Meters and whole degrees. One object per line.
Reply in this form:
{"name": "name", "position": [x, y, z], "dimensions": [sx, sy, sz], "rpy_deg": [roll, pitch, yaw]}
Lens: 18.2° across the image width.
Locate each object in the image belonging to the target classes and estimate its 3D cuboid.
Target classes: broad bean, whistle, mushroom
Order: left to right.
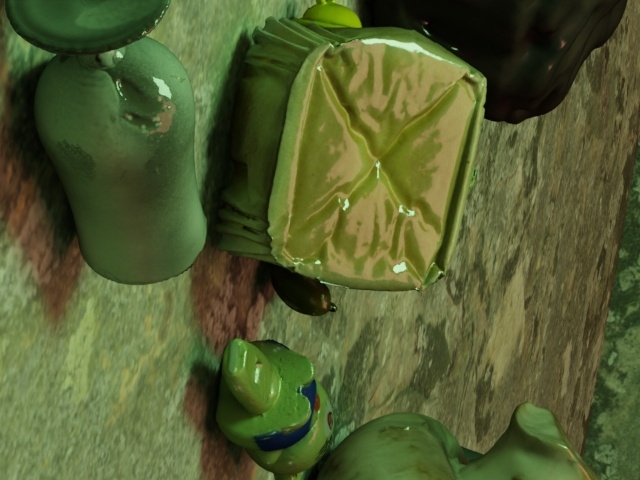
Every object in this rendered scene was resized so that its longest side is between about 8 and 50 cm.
{"name": "whistle", "position": [-0.040, 0.135, 1.683], "dimensions": [0.227, 0.085, 0.105], "rpy_deg": [62, 31, -63]}
{"name": "broad bean", "position": [0.000, 0.000, 1.786], "dimensions": [0.213, 0.070, 0.048], "rpy_deg": [-72, -179, -56]}
{"name": "mushroom", "position": [0.143, 0.295, 1.969], "dimensions": [0.297, 0.290, 0.297], "rpy_deg": [58, 11, -19]}

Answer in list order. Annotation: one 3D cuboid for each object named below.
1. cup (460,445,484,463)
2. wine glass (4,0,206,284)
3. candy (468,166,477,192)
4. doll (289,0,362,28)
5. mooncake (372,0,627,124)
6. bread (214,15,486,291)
{"name": "cup", "position": [0.195, 0.341, 2.449], "dimensions": [0.199, 0.150, 0.199], "rpy_deg": [9, 90, -72]}
{"name": "wine glass", "position": [-0.127, -0.075, 1.258], "dimensions": [0.231, 0.103, 0.103], "rpy_deg": [82, 24, -50]}
{"name": "candy", "position": [0.069, -0.078, 1.971], "dimensions": [0.093, 0.092, 0.335], "rpy_deg": [-47, 161, 15]}
{"name": "doll", "position": [0.004, -0.114, 1.703], "dimensions": [0.129, 0.081, 0.207], "rpy_deg": [-10, 107, -38]}
{"name": "mooncake", "position": [0.212, -0.295, 1.984], "dimensions": [0.381, 0.212, 0.350], "rpy_deg": [-55, 167, -25]}
{"name": "bread", "position": [0.022, -0.071, 1.612], "dimensions": [0.192, 0.110, 0.209], "rpy_deg": [5, 97, -29]}
